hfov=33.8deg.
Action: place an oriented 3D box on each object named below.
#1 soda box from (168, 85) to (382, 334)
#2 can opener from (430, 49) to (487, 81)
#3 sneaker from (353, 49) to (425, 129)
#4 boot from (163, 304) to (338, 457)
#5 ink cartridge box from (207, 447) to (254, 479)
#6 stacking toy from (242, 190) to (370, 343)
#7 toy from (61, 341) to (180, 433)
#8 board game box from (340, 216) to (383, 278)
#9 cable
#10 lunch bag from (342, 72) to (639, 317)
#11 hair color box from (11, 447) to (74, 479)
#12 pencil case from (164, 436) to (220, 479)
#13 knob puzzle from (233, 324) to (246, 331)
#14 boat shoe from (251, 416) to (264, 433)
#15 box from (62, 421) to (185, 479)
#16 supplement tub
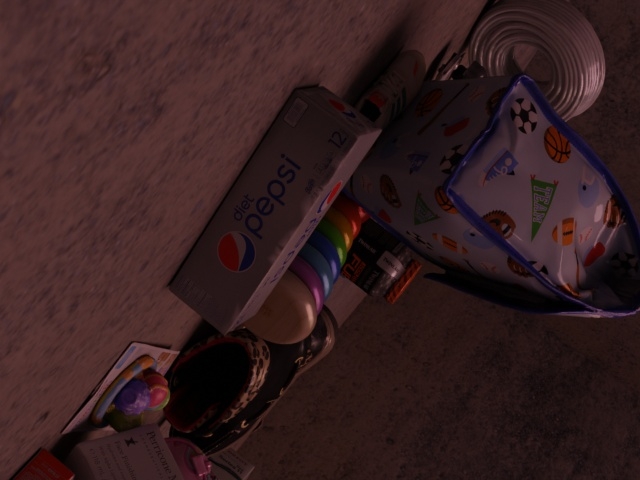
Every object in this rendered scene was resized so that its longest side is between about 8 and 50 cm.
[{"bbox_3d":[-0.053,-0.035,1.202,0.286,0.091,0.098,-56,171,20],"label":"soda box"},{"bbox_3d":[0.220,-0.238,1.909,0.076,0.095,0.283,-48,171,-27],"label":"can opener"},{"bbox_3d":[0.092,-0.199,1.458,0.161,0.057,0.075,-50,177,0],"label":"sneaker"},{"bbox_3d":[-0.161,0.245,1.685,0.377,0.138,0.284,-40,169,21],"label":"boot"},{"bbox_3d":[-0.260,0.533,2.366,0.087,0.153,0.208,-57,173,20],"label":"ink cartridge box"},{"bbox_3d":[-0.005,0.000,1.574,0.330,0.141,0.141,-54,175,-43],"label":"stacking toy"},{"bbox_3d":[-0.233,0.203,1.348,0.137,0.056,0.237,-53,173,-3],"label":"toy"},{"bbox_3d":[0.098,-0.009,2.378,0.194,0.060,0.194,-53,173,8],"label":"board game box"},{"bbox_3d":[0.393,-0.329,1.926,0.089,0.257,0.257,-40,167,-38],"label":"cable"},{"bbox_3d":[0.257,-0.035,1.518,0.239,0.385,0.328,-55,-153,-9],"label":"lunch bag"},{"bbox_3d":[-0.354,0.324,1.188,0.167,0.053,0.093,-47,172,-31],"label":"hair color box"},{"bbox_3d":[-0.223,0.389,1.676,0.124,0.124,0.284,-50,168,-16],"label":"pencil case"},{"bbox_3d":[-0.132,0.176,1.949,0.213,0.030,0.213,-52,173,-9],"label":"knob puzzle"},{"bbox_3d":[-0.185,0.388,2.350,0.116,0.097,0.324,-51,173,-8],"label":"boat shoe"},{"bbox_3d":[-0.249,0.355,1.309,0.119,0.181,0.182,-10,150,-44],"label":"box"},{"bbox_3d":[0.084,0.024,1.938,0.117,0.190,0.117,-52,172,-10],"label":"supplement tub"}]
